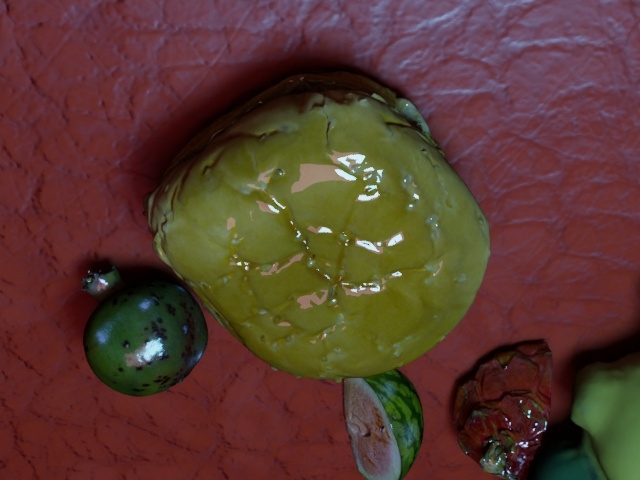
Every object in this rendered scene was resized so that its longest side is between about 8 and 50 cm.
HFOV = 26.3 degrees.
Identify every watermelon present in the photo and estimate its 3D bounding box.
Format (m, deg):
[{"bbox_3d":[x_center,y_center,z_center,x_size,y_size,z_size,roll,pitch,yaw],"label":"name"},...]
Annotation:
[{"bbox_3d":[0.079,0.193,1.453,0.069,0.087,0.163,-29,130,-30],"label":"watermelon"}]

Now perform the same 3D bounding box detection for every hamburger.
[{"bbox_3d":[0.000,0.000,1.262,0.319,0.158,0.318,-1,122,-1],"label":"hamburger"}]

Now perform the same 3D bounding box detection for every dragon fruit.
[{"bbox_3d":[0.184,0.186,1.418,0.083,0.106,0.162,17,122,-12],"label":"dragon fruit"}]

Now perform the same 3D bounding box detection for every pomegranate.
[{"bbox_3d":[-0.171,0.086,1.323,0.130,0.130,0.130,-2,122,-3],"label":"pomegranate"}]

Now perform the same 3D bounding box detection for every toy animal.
[{"bbox_3d":[0.341,0.230,1.403,0.216,0.191,0.338,23,118,-17],"label":"toy animal"}]
